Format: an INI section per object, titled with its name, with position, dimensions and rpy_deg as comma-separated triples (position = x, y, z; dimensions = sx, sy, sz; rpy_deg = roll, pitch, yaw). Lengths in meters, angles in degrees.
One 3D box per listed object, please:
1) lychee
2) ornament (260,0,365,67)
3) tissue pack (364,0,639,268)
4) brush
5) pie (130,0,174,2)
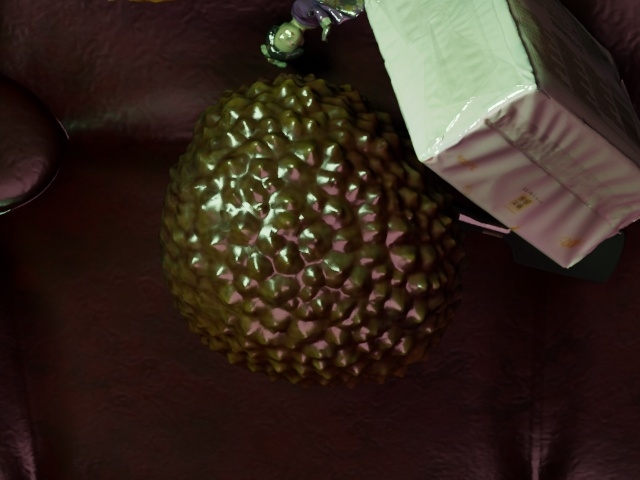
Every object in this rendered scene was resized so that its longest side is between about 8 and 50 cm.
[lychee]
position = 0.000, 0.000, 1.586
dimensions = 0.267, 0.267, 0.267
rpy_deg = 2, 124, 2
[ornament]
position = 0.018, -0.205, 1.554
dimensions = 0.088, 0.081, 0.203
rpy_deg = 30, 121, -16
[tissue pack]
position = 0.154, -0.113, 1.503
dimensions = 0.124, 0.185, 0.225
rpy_deg = -34, 141, 21
[brush]
position = 0.177, -0.007, 1.719
dimensions = 0.193, 0.016, 0.063
rpy_deg = 14, 123, -7
[pie]
position = -0.151, -0.320, 1.443
dimensions = 0.315, 0.092, 0.315
rpy_deg = -11, 128, -15
